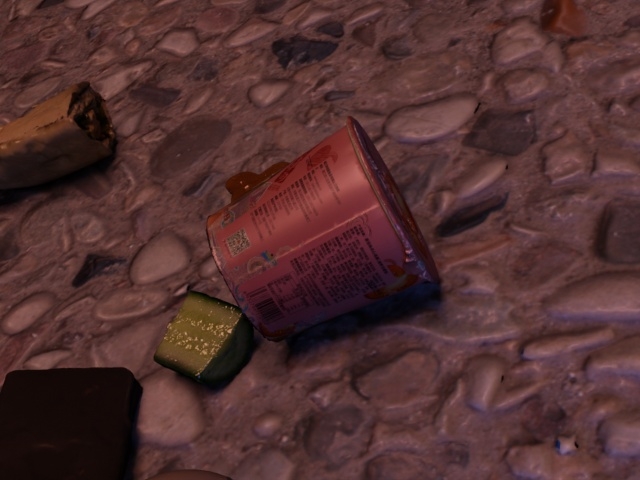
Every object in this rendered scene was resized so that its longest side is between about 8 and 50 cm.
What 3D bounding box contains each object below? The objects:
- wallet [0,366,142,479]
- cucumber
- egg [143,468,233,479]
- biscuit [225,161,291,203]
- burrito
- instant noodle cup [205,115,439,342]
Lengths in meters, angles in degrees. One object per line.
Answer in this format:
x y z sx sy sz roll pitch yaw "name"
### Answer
-0.339 0.284 1.278 0.197 0.051 0.377 -1 34 1 "wallet"
-0.156 0.138 1.384 0.115 0.062 0.116 14 62 40 "cucumber"
-0.170 0.346 1.082 0.232 0.176 0.176 -39 41 -2 "egg"
-0.101 -0.034 1.559 0.138 0.031 0.205 -13 42 17 "biscuit"
-0.538 -0.164 1.858 0.332 0.135 0.190 -18 32 15 "burrito"
0.000 0.000 1.329 0.231 0.243 0.243 -29 39 10 "instant noodle cup"
